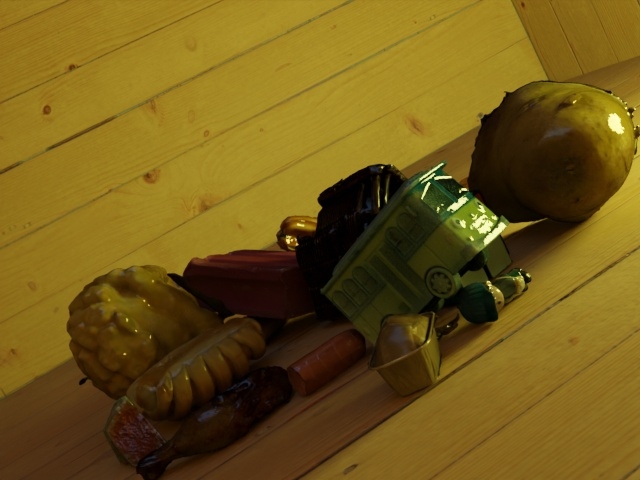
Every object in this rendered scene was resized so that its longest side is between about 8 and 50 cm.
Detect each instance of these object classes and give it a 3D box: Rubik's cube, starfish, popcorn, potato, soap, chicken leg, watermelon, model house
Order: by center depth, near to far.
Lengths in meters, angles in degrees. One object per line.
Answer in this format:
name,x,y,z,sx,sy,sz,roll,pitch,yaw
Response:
starfish,0.203,0.151,1.593,0.091,0.028,0.078,-28,9,-23
chicken leg,-0.181,0.318,1.667,0.322,0.083,0.177,-32,0,-41
watermelon,-0.346,0.398,1.806,0.158,0.121,0.098,33,68,30
Rubik's cube,0.233,0.022,1.813,0.180,0.167,0.183,-33,11,-37
potato,0.426,-0.149,1.839,0.397,0.290,0.296,-19,11,32
model house,0.112,0.042,2.023,0.317,0.297,0.283,-21,48,51
popcorn,-0.385,0.205,2.126,0.381,0.349,0.349,-21,9,11
soap,-0.141,0.097,2.254,0.359,0.128,0.233,2,10,41

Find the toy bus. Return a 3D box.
toy bus,0.160,0.034,1.616,0.152,0.190,0.312,-34,-14,-49

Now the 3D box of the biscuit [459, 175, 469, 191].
biscuit,0.475,-0.165,2.687,0.165,0.036,0.250,-29,11,-14

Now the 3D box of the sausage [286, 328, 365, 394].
sausage,0.021,0.214,1.691,0.169,0.065,0.065,-31,8,-28

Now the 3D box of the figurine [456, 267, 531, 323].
figurine,0.288,0.086,1.562,0.136,0.079,0.077,-39,-28,-37

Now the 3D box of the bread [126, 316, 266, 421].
bread,-0.245,0.273,1.967,0.311,0.121,0.173,-32,13,-31

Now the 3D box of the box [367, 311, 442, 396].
box,0.133,0.167,1.448,0.111,0.111,0.177,-25,8,15

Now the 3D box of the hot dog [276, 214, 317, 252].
hot dog,0.000,0.000,2.403,0.269,0.115,0.072,14,4,-39

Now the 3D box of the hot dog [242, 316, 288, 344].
hot dog,-0.149,0.207,2.242,0.102,0.076,0.249,-19,10,26
